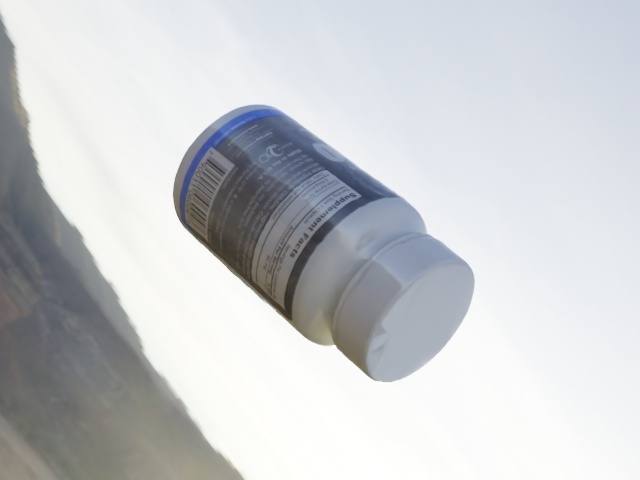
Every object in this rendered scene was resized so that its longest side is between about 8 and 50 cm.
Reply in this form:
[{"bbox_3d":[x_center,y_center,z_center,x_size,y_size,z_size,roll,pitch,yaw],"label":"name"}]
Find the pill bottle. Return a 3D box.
[{"bbox_3d":[0.000,0.000,0.472,0.137,0.078,0.078,39,-20,34],"label":"pill bottle"}]
